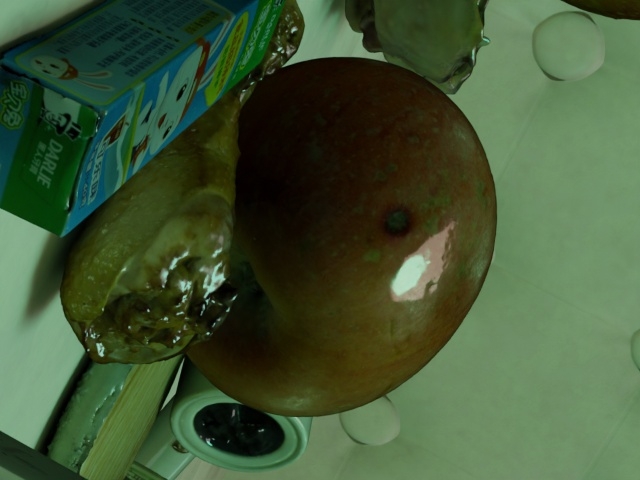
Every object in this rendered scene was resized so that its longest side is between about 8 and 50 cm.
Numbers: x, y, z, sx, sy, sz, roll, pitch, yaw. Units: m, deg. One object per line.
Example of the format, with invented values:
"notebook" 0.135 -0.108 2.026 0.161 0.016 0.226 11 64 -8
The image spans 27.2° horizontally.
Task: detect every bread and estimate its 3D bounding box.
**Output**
"bread" -0.161 0.130 1.062 0.267 0.040 0.267 -63 176 -8

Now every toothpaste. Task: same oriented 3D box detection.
"toothpaste" -0.079 -0.085 0.629 0.267 0.050 0.065 -56 169 -63

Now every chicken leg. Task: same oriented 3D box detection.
"chicken leg" -0.075 -0.043 0.771 0.087 0.107 0.252 40 63 -42

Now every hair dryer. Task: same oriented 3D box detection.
"hair dryer" -0.116 0.166 1.312 0.362 0.128 0.203 -50 -158 43

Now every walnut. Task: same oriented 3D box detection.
"walnut" 0.101 -0.247 1.229 0.238 0.141 0.204 -6 111 -84

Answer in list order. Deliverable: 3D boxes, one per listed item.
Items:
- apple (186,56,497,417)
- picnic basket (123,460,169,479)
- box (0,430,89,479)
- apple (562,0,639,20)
"apple" 0.000 0.000 0.921 0.254 0.253 0.253 -62 176 -8
"picnic basket" -0.169 0.355 1.156 0.175 0.228 0.313 -62 176 28
"box" -0.140 0.100 0.518 0.051 0.130 0.129 -62 176 -10
"apple" 0.267 -0.373 1.035 0.374 0.374 0.384 113 -1 -49
